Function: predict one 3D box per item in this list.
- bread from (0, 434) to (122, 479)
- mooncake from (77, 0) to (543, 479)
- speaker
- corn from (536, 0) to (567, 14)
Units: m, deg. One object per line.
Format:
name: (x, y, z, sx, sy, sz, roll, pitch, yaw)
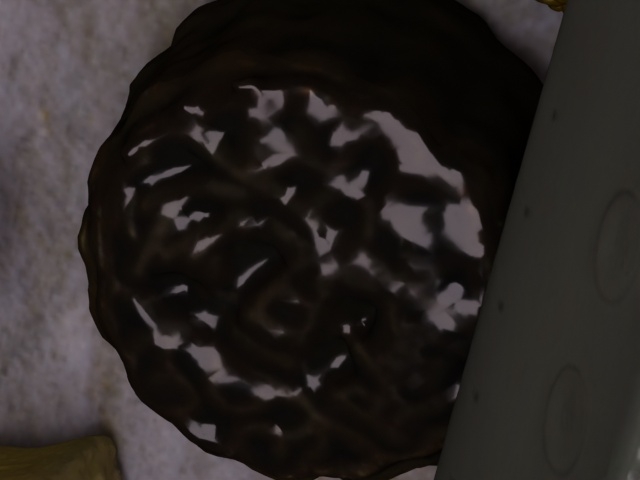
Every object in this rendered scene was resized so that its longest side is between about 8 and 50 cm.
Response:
bread: (-0.192, 0.257, 0.985, 0.198, 0.236, 0.263, -9, 113, 17)
mooncake: (0.000, 0.000, 0.882, 0.228, 0.124, 0.228, 6, 117, 12)
speaker: (0.158, 0.057, 0.741, 0.183, 0.184, 0.406, 7, 113, -19)
corn: (0.068, -0.163, 0.800, 0.313, 0.102, 0.102, 36, 118, -5)
